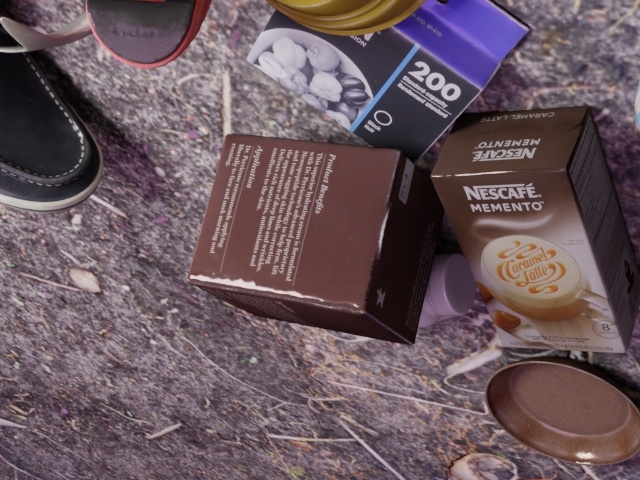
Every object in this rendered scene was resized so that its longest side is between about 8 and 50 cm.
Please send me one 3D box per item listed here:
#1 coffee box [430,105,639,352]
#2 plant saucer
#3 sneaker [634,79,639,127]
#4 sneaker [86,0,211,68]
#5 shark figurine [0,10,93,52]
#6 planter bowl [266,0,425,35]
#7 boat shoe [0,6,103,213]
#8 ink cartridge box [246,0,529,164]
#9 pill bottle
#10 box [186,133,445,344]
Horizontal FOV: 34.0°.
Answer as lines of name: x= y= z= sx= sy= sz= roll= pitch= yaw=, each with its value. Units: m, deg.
coffee box: x=0.222 y=-0.006 z=1.049 sx=0.141 sy=0.098 sz=0.246 roll=-2 pitch=132 yaw=34
plant saucer: x=0.301 y=0.202 z=1.283 sx=0.199 sy=0.036 sz=0.198 roll=18 pitch=141 yaw=15
sneaker: x=0.332 y=-0.160 z=0.811 sx=0.087 sy=0.092 sz=0.228 roll=32 pitch=141 yaw=0
sneaker: x=-0.136 y=-0.305 z=0.887 sx=0.116 sy=0.136 sz=0.313 roll=8 pitch=100 yaw=6
shark figurine: x=-0.197 y=-0.282 z=0.989 sx=0.166 sy=0.278 sz=0.116 roll=17 pitch=-168 yaw=-31
planter bowl: x=-0.005 y=-0.262 z=0.874 sx=0.217 sy=0.090 sz=0.217 roll=13 pitch=123 yaw=20
boat shoe: x=-0.438 y=-0.226 z=1.166 sx=0.500 sy=0.187 sz=0.156 roll=47 pitch=145 yaw=-13
ink cartridge box: x=0.057 y=-0.186 z=0.999 sx=0.206 sy=0.045 sz=0.208 roll=34 pitch=141 yaw=-5
pill bottle: x=0.088 y=0.056 z=1.208 sx=0.169 sy=0.094 sz=0.094 roll=-7 pitch=129 yaw=38
box: x=0.000 y=0.000 z=1.099 sx=0.203 sy=0.168 sz=0.167 roll=9 pitch=167 yaw=24
